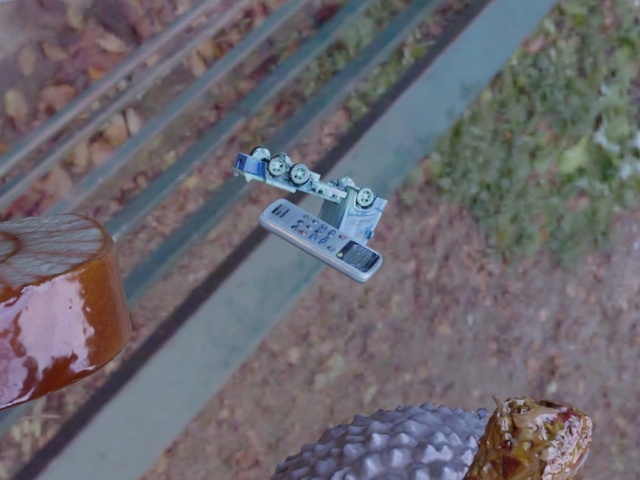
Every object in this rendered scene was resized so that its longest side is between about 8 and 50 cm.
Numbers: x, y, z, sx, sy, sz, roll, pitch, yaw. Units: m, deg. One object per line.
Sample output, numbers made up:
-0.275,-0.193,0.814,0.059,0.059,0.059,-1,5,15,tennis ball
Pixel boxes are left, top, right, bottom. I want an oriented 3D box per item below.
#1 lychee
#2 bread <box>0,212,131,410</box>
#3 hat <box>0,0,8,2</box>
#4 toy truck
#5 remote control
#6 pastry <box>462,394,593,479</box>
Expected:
0.077,0.287,1.076,0.300,0.300,0.300,7,80,-46,lychee
-0.340,0.075,1.128,0.327,0.295,0.114,-16,107,-18,bread
-0.190,-0.187,0.658,0.219,0.164,0.226,-62,167,-55,hat
-0.018,-0.043,1.338,0.175,0.067,0.081,18,96,-29,toy truck
0.000,0.000,1.187,0.053,0.124,0.018,-41,158,-57,remote control
0.105,0.163,0.731,0.087,0.063,0.169,-11,128,-60,pastry
